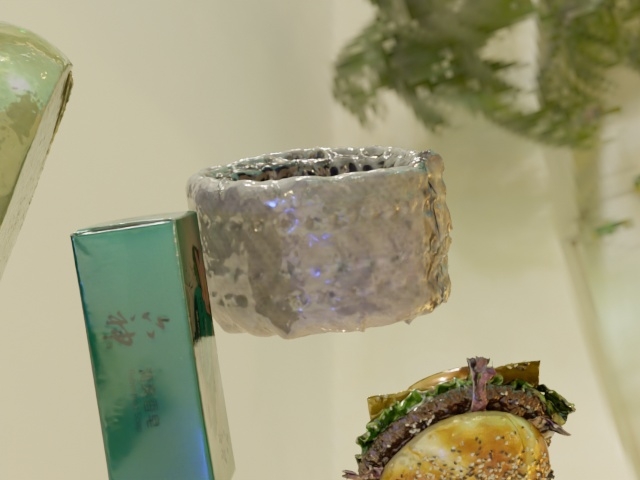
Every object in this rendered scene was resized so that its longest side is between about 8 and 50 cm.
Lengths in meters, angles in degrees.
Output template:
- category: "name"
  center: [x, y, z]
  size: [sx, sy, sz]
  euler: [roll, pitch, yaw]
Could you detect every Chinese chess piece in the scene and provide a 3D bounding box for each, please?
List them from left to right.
- category: "Chinese chess piece"
  center: [-0.354, -0.044, 1.684]
  size: [0.349, 0.146, 0.349]
  euler: [-159, 90, -85]

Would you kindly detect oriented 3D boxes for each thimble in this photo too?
- category: "thimble"
  center: [0.000, 0.000, 1.680]
  size: [0.217, 0.246, 0.157]
  euler: [-36, -60, -68]

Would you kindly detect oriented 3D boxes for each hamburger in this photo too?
- category: "hamburger"
  center: [0.116, 0.169, 1.390]
  size: [0.164, 0.190, 0.093]
  euler: [64, -179, -52]

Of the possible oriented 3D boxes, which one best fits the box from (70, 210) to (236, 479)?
- category: "box"
  center: [-0.139, 0.101, 1.503]
  size: [0.153, 0.092, 0.244]
  euler: [-69, -30, -85]
